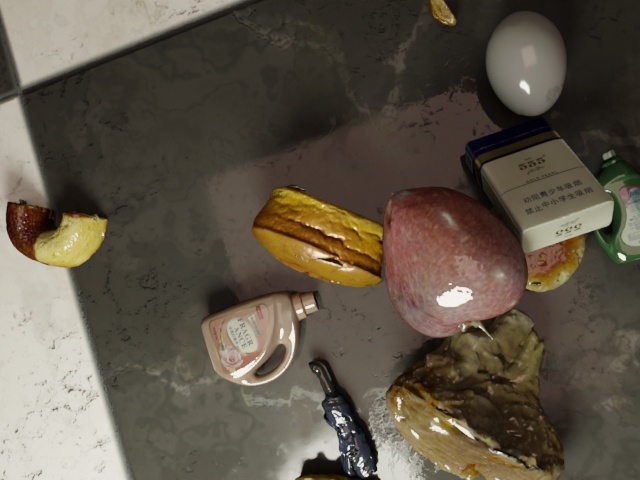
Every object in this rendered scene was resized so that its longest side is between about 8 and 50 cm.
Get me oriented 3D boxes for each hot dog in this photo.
[{"bbox_3d":[0.244,-0.475,1.236,0.034,0.030,0.090,-34,82,13],"label":"hot dog"}]

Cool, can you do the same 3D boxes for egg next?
[{"bbox_3d":[0.391,-0.336,1.147,0.146,0.146,0.198,-8,93,8],"label":"egg"}]

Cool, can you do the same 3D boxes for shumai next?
[{"bbox_3d":[0.302,0.286,1.140,0.346,0.217,0.283,21,58,-1],"label":"shumai"}]

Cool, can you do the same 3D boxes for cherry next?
[{"bbox_3d":[0.222,0.038,1.063,0.221,0.261,0.307,-27,81,-36],"label":"cherry"}]

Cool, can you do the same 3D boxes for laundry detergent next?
[{"bbox_3d":[0.576,-0.068,1.147,0.137,0.063,0.211,-21,83,13],"label":"laundry detergent"},{"bbox_3d":[-0.108,0.197,1.222,0.237,0.076,0.171,-18,85,4],"label":"laundry detergent"}]

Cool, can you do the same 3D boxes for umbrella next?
[{"bbox_3d":[0.041,0.352,1.193,0.071,0.071,0.248,-23,85,6],"label":"umbrella"}]

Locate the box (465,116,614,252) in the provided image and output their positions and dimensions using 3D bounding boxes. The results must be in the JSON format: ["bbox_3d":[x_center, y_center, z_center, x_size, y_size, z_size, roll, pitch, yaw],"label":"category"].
[{"bbox_3d":[0.389,-0.109,1.101,0.168,0.071,0.259,-19,46,2],"label":"box"}]

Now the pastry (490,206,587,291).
[{"bbox_3d":[0.399,0.006,1.151,0.192,0.093,0.182,30,93,9],"label":"pastry"}]

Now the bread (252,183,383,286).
[{"bbox_3d":[0.000,0.000,1.160,0.270,0.195,0.142,20,81,2],"label":"bread"}]

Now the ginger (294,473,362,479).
[{"bbox_3d":[0.016,0.494,1.178,0.205,0.081,0.115,-13,96,7],"label":"ginger"}]

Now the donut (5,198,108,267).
[{"bbox_3d":[-0.581,-0.014,1.296,0.217,0.085,0.141,6,87,7],"label":"donut"}]
